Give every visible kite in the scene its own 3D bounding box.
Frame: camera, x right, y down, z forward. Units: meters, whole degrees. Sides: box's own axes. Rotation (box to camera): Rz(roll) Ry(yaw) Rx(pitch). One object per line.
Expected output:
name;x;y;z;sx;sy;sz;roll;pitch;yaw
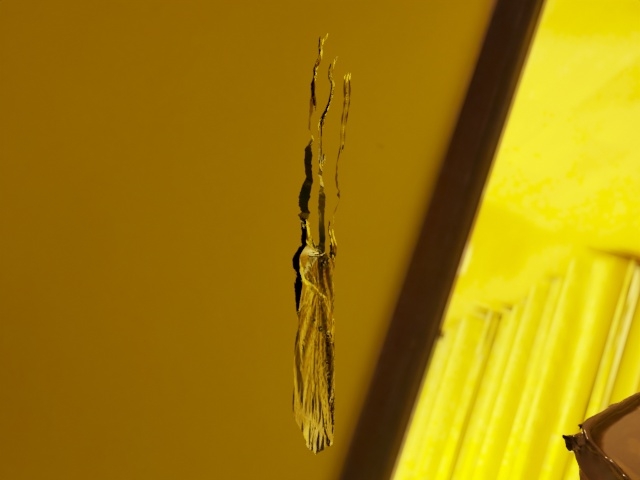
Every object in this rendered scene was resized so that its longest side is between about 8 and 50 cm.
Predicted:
kite;0.000;0.000;0.843;0.015;0.285;0.152;2;164;10

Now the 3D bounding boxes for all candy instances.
candy;0.404;0.273;1.437;0.195;0.185;0.137;43;151;46
